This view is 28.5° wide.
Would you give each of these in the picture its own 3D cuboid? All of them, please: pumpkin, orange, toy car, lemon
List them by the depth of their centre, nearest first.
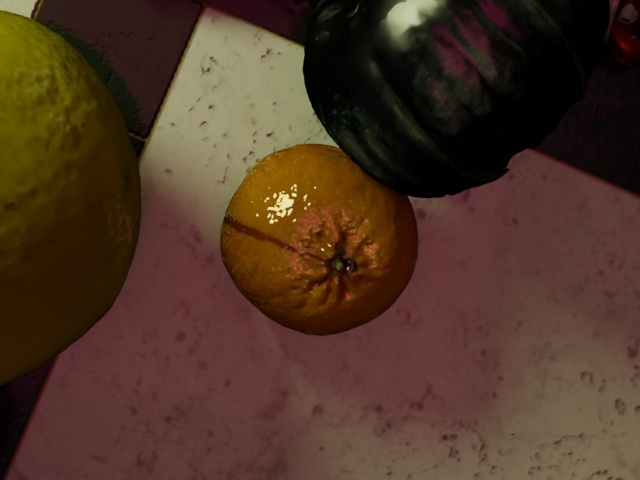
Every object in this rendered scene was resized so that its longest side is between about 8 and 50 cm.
[{"bbox_3d":[-0.317,-0.035,1.103,0.348,0.348,0.348,-1,97,-5],"label":"lemon"},{"bbox_3d":[0.099,-0.204,1.129,0.296,0.296,0.295,-1,97,-5],"label":"pumpkin"},{"bbox_3d":[0.000,0.000,1.220,0.193,0.161,0.193,0,93,-5],"label":"orange"},{"bbox_3d":[0.305,-0.247,1.253,0.112,0.112,0.139,20,85,8],"label":"toy car"}]
